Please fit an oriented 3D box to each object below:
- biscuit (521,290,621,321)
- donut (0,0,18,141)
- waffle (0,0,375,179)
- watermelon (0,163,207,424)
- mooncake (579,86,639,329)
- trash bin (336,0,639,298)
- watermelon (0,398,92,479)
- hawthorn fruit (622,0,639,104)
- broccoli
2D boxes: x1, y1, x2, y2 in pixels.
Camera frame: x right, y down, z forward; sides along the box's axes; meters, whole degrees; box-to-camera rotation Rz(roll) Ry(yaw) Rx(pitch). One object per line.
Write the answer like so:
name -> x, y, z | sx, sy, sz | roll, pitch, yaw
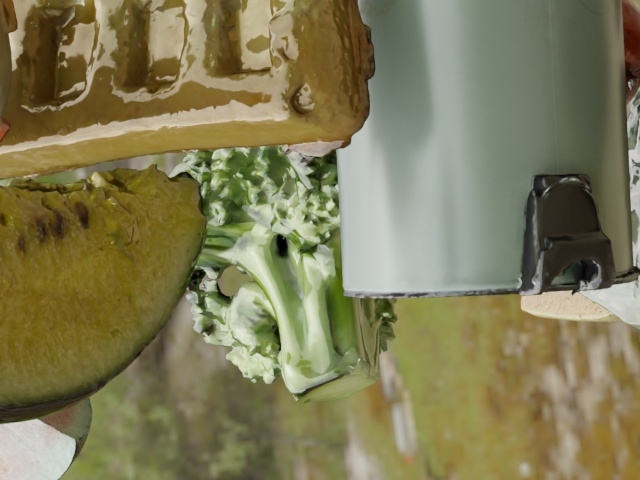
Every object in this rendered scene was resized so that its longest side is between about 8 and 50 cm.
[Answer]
biscuit -> 0.288, 0.061, 2.064 | 0.188, 0.056, 0.052 | 2, 88, 62
donut -> -0.353, -0.075, 1.147 | 0.382, 0.382, 0.142 | 109, 138, -78
waffle -> -0.132, -0.194, 1.322 | 0.077, 0.348, 0.304 | 22, -114, -60
watermelon -> -0.178, 0.026, 0.923 | 0.123, 0.301, 0.129 | 0, 91, 44
mooncake -> 0.357, -0.040, 1.635 | 0.136, 0.250, 0.254 | 35, 124, 45
trash bin -> 0.117, -0.095, 1.395 | 0.277, 0.217, 0.263 | -179, 85, -66
watermelon -> -0.317, 0.161, 2.089 | 0.202, 0.136, 0.207 | 68, -167, -52
hawthorn fruit -> 0.287, -0.209, 2.167 | 0.202, 0.185, 0.185 | 32, 137, 42
broccoli -> -0.007, -0.013, 1.769 | 0.338, 0.277, 0.318 | 7, 90, 48
